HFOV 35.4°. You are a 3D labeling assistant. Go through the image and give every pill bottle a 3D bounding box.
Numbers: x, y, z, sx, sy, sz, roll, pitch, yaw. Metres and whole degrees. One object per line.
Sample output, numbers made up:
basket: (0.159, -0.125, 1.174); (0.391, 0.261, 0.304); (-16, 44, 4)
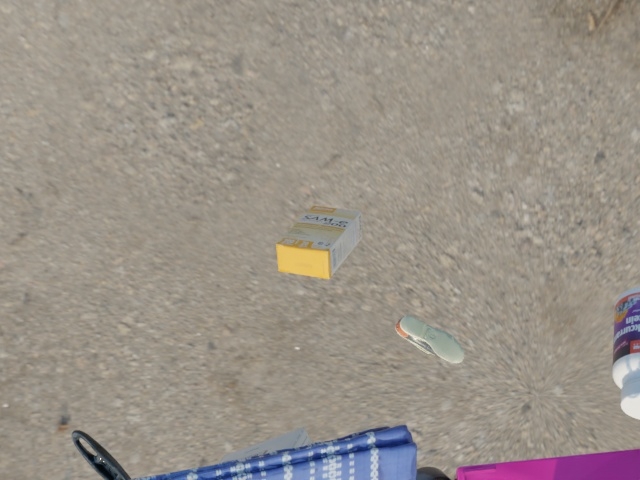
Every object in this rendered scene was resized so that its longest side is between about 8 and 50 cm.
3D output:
pill bottle: (0.511, 0.177, 1.564); (0.108, 0.108, 0.194); (5, 51, 13)

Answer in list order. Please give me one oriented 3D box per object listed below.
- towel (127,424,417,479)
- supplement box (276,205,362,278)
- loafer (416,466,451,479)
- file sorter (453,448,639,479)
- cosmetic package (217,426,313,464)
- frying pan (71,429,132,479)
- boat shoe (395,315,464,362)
towel: (-0.074, 0.278, 0.765); (0.335, 0.040, 0.243); (-6, 102, -22)
supplement box: (0.000, 0.000, 1.103); (0.062, 0.098, 0.036); (8, 120, 22)
loafer: (0.069, 0.449, 1.256); (0.366, 0.134, 0.130); (-49, 42, -13)
file sorter: (0.322, 0.378, 1.274); (0.290, 0.182, 0.202); (-6, 76, 1)
cosmetic package: (-0.043, 0.554, 1.833); (0.197, 0.155, 0.366); (-23, 102, 24)
frying pan: (-0.194, 0.364, 1.320); (0.197, 0.053, 0.326); (-30, 86, 18)
boat shoe: (0.199, 0.184, 1.838); (0.137, 0.043, 0.049); (30, 64, -3)
